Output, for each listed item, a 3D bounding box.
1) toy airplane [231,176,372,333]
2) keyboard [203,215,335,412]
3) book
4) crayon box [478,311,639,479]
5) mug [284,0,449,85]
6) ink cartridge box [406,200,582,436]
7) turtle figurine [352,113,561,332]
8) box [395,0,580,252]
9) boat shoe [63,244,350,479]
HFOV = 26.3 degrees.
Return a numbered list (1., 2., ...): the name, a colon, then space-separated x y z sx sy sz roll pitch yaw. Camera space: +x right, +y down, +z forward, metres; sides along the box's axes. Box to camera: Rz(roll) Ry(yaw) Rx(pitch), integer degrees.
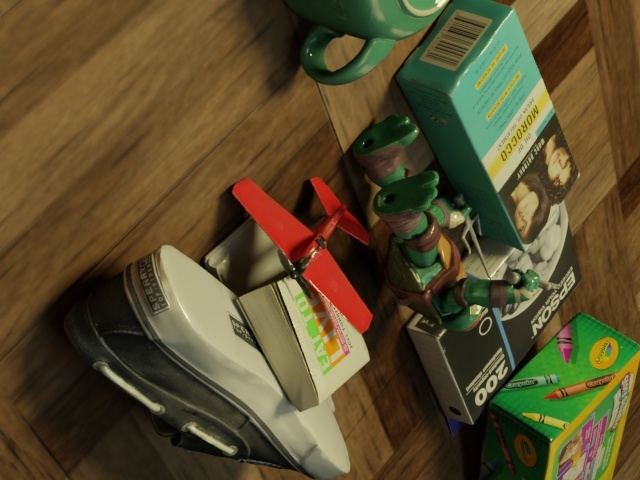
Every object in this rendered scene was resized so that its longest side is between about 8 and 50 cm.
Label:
1. toy airplane: 0.000 0.000 1.050 0.028 0.151 0.151 -39 151 24
2. keyboard: -0.037 0.083 1.125 0.072 0.014 0.256 -48 141 -30
3. book: -0.007 0.069 1.052 0.096 0.035 0.144 66 18 -2
4. crayon box: 0.249 0.230 1.471 0.165 0.081 0.278 -39 145 -32
5. mug: 0.045 -0.197 0.986 0.129 0.097 0.157 -37 135 -33
6. ink cartridge box: 0.184 0.077 1.366 0.206 0.045 0.208 -49 143 -20
7. turtle figurine: 0.107 0.011 1.152 0.118 0.175 0.234 -40 132 -3
8. box: 0.153 -0.098 1.210 0.100 0.060 0.244 -54 142 -15
9. boat shoe: -0.078 0.113 1.019 0.102 0.108 0.301 -29 143 12
